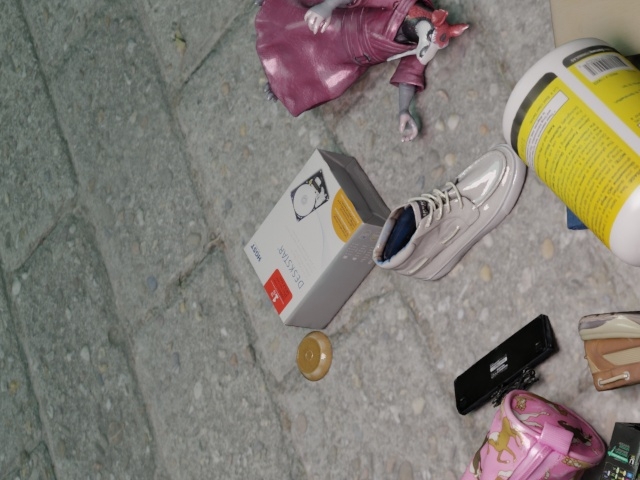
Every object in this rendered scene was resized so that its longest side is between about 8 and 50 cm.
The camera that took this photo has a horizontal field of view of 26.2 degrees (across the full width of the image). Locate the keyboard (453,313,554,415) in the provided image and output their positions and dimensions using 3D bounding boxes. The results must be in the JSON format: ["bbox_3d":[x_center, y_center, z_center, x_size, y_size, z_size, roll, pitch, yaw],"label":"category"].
[{"bbox_3d":[0.266,0.192,1.948,0.192,0.038,0.100,-43,31,35],"label":"keyboard"}]

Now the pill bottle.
[{"bbox_3d":[0.395,-0.089,1.724,0.334,0.188,0.188,52,120,33],"label":"pill bottle"}]

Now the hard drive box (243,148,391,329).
[{"bbox_3d":[0.000,0.000,2.221,0.232,0.089,0.181,-54,48,27],"label":"hard drive box"}]

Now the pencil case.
[{"bbox_3d":[0.227,0.383,1.843,0.386,0.160,0.167,-61,31,17],"label":"pencil case"}]

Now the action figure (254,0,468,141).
[{"bbox_3d":[0.079,-0.318,2.176,0.370,0.248,0.275,-5,36,35],"label":"action figure"}]

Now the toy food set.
[{"bbox_3d":[0.430,-0.354,1.833,0.306,0.092,0.219,-6,90,48],"label":"toy food set"}]

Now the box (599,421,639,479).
[{"bbox_3d":[0.401,0.279,1.750,0.052,0.062,0.083,18,97,46],"label":"box"}]

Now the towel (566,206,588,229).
[{"bbox_3d":[0.363,-0.075,1.883,0.067,0.029,0.119,-12,74,47],"label":"towel"}]

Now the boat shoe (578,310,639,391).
[{"bbox_3d":[0.460,0.141,1.683,0.324,0.123,0.116,-7,85,53],"label":"boat shoe"}]

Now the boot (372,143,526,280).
[{"bbox_3d":[0.184,-0.042,2.001,0.258,0.123,0.095,-55,48,26],"label":"boot"}]

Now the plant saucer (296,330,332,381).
[{"bbox_3d":[-0.014,0.189,2.256,0.083,0.015,0.083,-11,75,46],"label":"plant saucer"}]
